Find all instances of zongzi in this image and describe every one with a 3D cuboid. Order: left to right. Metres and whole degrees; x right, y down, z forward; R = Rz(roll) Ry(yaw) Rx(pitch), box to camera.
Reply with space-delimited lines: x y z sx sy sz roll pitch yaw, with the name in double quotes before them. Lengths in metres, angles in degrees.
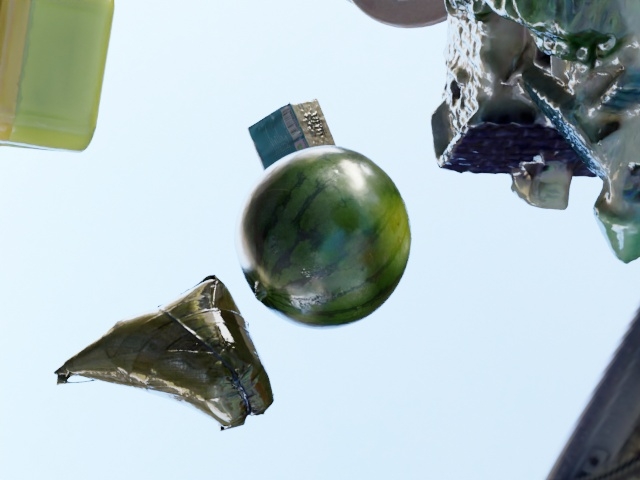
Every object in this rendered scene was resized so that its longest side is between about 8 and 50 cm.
"zongzi" -0.222 0.188 1.409 0.289 0.123 0.260 -24 -149 -5

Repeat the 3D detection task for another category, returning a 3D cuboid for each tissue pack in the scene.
"tissue pack" -0.031 -0.132 1.704 0.120 0.082 0.169 -25 -93 43

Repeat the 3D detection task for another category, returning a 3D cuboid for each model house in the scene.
"model house" 0.233 -0.143 0.973 0.298 0.243 0.284 -113 -157 -62

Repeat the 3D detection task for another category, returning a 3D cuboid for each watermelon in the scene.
"watermelon" 0.003 -0.003 1.385 0.242 0.242 0.242 -26 -132 32

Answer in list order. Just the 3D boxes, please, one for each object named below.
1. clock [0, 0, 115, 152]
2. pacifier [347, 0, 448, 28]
"clock" -0.243 -0.151 0.863 0.202 0.096 0.143 21 -76 63
"pacifier" 0.132 -0.465 1.495 0.273 0.220 0.332 139 -49 -66
